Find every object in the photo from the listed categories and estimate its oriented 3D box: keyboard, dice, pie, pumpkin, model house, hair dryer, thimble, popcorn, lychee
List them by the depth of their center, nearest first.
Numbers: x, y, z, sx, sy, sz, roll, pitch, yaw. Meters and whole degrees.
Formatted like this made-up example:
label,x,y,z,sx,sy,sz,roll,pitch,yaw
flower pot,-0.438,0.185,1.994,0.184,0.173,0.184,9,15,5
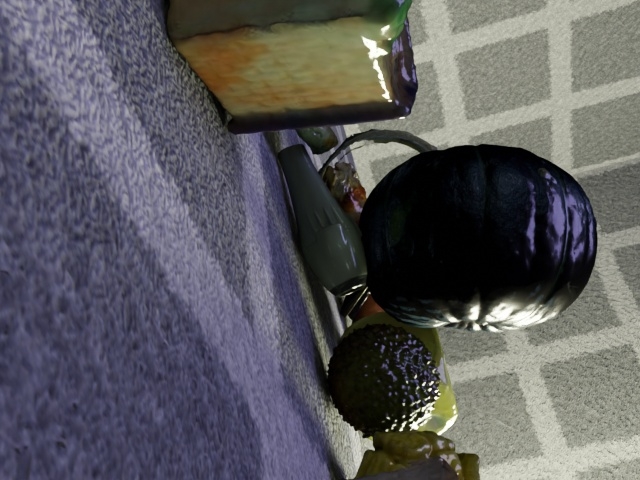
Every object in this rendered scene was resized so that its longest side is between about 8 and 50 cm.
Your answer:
label,x,y,z,sx,sy,sz,roll,pitch,yaw
model house,-0.013,-0.269,0.831,0.280,0.245,0.312,51,34,-67
popcorn,0.099,0.322,0.983,0.195,0.168,0.174,-51,-125,49
lychee,0.084,0.184,1.080,0.171,0.171,0.171,-14,90,-84
pie,-0.046,-0.226,1.166,0.241,0.054,0.240,60,7,-12
pumpkin,0.230,0.006,1.221,0.363,0.363,0.266,52,35,-75
hair dryer,-0.011,-0.033,1.224,0.267,0.092,0.229,-164,-127,-81
dice,0.132,0.231,1.347,0.169,0.166,0.169,-96,169,-50
thimble,0.115,-0.071,1.474,0.150,0.270,0.271,-62,137,-77
keyboard,0.085,0.085,1.613,0.027,0.106,0.317,36,11,-1

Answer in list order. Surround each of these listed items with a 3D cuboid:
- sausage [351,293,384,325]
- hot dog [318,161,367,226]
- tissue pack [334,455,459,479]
label,x,y,z,sx,sy,sz,roll,pitch,yaw
sausage,0.121,0.157,1.582,0.259,0.113,0.114,-56,133,-64
hot dog,0.052,-0.056,1.648,0.146,0.103,0.213,-17,83,-63
tissue pack,0.142,0.396,0.784,0.238,0.238,0.306,-78,153,-76
